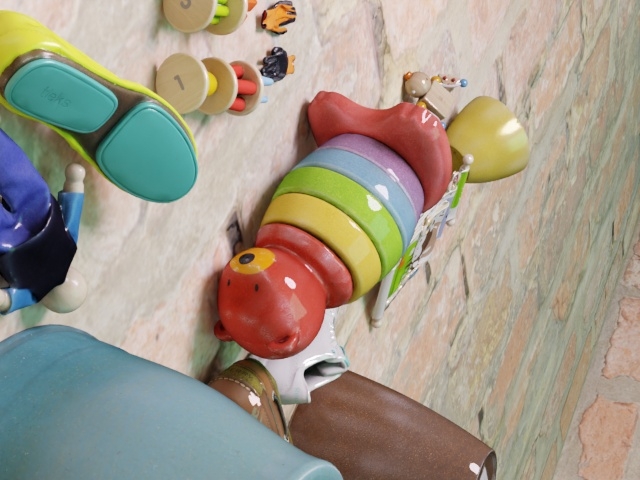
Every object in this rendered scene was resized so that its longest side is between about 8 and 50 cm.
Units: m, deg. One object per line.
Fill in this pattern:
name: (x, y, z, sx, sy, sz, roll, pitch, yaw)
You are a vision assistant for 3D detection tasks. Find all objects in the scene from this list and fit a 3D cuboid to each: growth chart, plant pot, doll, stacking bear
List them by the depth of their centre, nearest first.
doll: (-0.211, -0.011, 0.757, 0.129, 0.046, 0.189, -61, 150, -32)
plant pot: (-0.126, 0.220, 0.788, 0.272, 0.255, 0.271, -37, 132, -56)
stacking bear: (0.000, 0.000, 1.107, 0.289, 0.175, 0.164, -52, 138, -29)
plant pot: (0.097, 0.289, 1.334, 0.215, 0.230, 0.215, -39, 135, -55)
growth chart: (0.141, 0.004, 1.482, 0.237, 0.021, 0.172, -51, 160, -30)
plant pot: (0.237, -0.140, 1.605, 0.095, 0.134, 0.134, -32, 134, -23)

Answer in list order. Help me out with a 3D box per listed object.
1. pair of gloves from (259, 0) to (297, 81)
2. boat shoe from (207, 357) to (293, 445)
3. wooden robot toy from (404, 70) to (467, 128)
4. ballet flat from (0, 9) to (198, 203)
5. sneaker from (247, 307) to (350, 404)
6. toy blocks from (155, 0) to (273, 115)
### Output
pair of gloves: (-0.044, -0.204, 1.082, 0.074, 0.010, 0.083, -33, 132, -60)
boat shoe: (-0.060, 0.266, 1.126, 0.104, 0.111, 0.307, -49, 143, -46)
wooden robot toy: (0.134, -0.192, 1.440, 0.079, 0.076, 0.173, 45, 52, -20)
ballet flat: (-0.167, -0.101, 0.780, 0.077, 0.077, 0.231, -43, 150, 6)
sneaker: (-0.004, 0.121, 1.205, 0.212, 0.094, 0.080, -54, 145, -49)
toy blocks: (-0.083, -0.175, 0.955, 0.148, 0.054, 0.123, -12, 112, -64)
